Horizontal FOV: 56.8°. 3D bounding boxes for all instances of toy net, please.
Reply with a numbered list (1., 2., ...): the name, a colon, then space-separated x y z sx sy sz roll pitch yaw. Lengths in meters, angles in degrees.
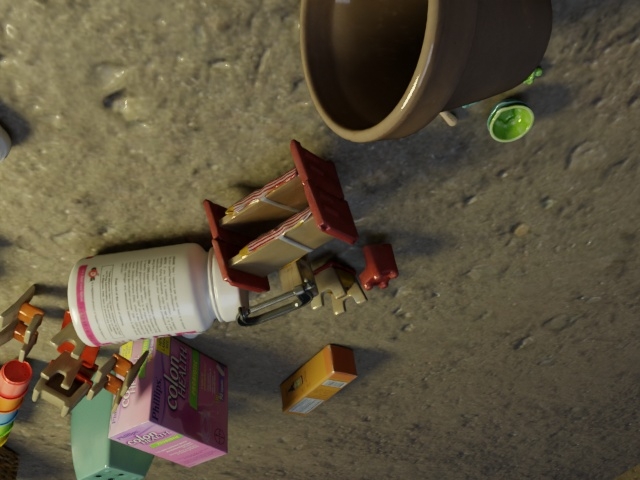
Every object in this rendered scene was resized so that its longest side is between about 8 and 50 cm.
1. toy net: 0.207 -0.207 0.868 0.232 0.045 0.122 0 139 -9

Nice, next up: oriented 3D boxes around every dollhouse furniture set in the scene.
1. dollhouse furniture set: 0.000 0.000 1.033 0.201 0.152 0.374 -29 153 22
2. dollhouse furniture set: -0.491 0.228 1.186 0.262 0.135 0.259 31 131 -5

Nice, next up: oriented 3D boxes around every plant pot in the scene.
1. plant pot: -0.466 0.434 1.366 0.165 0.234 0.165 -31 135 24
2. plant pot: 0.132 -0.247 0.685 0.229 0.263 0.263 -7 144 -30

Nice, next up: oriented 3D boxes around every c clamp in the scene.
1. c clamp: -0.076 0.105 0.993 0.160 0.022 0.137 -24 160 8

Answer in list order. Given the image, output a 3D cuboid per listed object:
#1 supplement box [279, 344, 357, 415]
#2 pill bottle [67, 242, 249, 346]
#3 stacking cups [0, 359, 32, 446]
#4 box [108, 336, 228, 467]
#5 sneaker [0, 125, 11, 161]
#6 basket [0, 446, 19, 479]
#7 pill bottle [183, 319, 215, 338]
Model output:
1. supplement box: -0.010 0.349 1.462 0.080 0.078 0.233 19 134 -32
2. pill bottle: -0.277 0.091 1.050 0.282 0.160 0.160 -8 140 0
3. stacking cups: -0.744 0.380 1.368 0.096 0.096 0.316 17 133 -26
4. box: -0.323 0.351 1.308 0.117 0.214 0.243 -27 136 22
5. sneaker: -0.559 -0.147 0.758 0.290 0.123 0.106 24 129 -33
6. basket: -0.969 0.626 1.526 0.222 0.214 0.299 -10 140 2
7. pill bottle: -0.243 0.147 1.194 0.067 0.067 0.120 17 134 -27
